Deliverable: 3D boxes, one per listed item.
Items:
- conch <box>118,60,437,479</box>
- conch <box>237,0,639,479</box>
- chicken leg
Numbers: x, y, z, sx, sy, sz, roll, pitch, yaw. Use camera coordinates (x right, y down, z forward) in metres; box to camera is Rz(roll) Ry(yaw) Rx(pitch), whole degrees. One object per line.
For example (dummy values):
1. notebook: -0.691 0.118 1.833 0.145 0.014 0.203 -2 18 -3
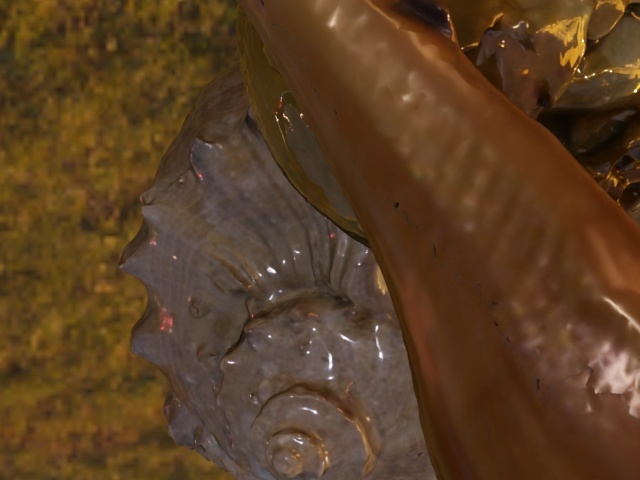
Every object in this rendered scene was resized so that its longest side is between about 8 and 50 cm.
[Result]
1. conch: -0.018 0.003 1.050 0.210 0.352 0.297 -8 122 -4
2. conch: 0.053 0.032 0.419 0.330 0.109 0.093 43 98 -10
3. chicken leg: 0.054 -0.165 0.619 0.201 0.429 0.153 13 143 -17
